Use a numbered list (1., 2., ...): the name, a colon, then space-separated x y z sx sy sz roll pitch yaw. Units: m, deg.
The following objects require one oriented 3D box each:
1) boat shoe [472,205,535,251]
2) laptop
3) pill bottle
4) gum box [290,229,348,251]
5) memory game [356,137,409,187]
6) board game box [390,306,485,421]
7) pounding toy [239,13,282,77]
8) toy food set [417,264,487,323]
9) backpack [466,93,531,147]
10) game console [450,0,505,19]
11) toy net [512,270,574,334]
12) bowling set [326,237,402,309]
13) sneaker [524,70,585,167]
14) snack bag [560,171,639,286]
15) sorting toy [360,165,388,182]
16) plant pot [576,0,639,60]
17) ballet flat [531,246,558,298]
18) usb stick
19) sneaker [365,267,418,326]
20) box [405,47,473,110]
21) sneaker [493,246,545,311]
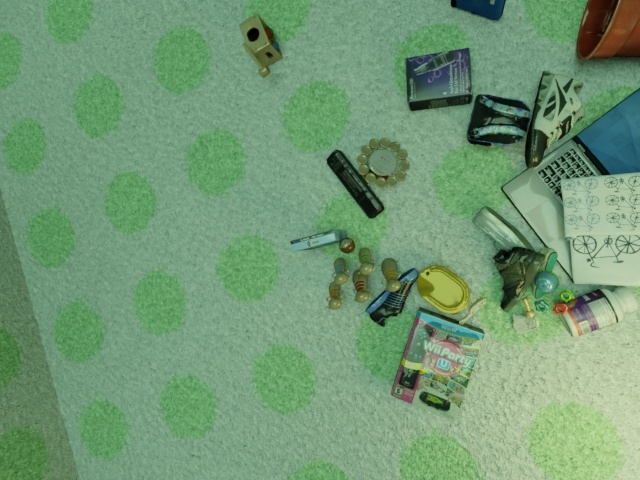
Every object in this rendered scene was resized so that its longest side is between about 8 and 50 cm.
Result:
1. boat shoe: 0.589 -0.010 1.421 0.227 0.079 0.081 45 123 9
2. laptop: 0.819 -0.134 1.261 0.407 0.236 0.382 -36 80 14
3. pill bottle: 0.830 0.208 1.325 0.193 0.108 0.108 -26 83 15
4. gum box: 0.000 0.000 1.533 0.156 0.184 0.041 -14 86 16
5. memory game: 0.217 -0.269 1.525 0.186 0.012 0.187 0 78 -2
6. board game box: 0.386 0.405 1.466 0.223 0.097 0.304 18 95 15
7. pounding toy: -0.207 -0.699 1.595 0.094 0.181 0.206 -24 84 15
8. toy food set: 0.423 0.176 1.465 0.217 0.071 0.128 39 92 18
9. backpack: 0.564 -0.371 1.393 0.173 0.117 0.159 14 93 20
10. game console: 0.475 -0.844 1.331 0.250 0.293 0.174 27 98 14
11. toy net: 0.683 0.209 1.365 0.122 0.045 0.232 35 130 28
12. bowling set: 0.107 0.108 1.480 0.286 0.154 0.200 -27 119 17
13. sneaker: 0.703 -0.359 1.311 0.146 0.122 0.331 16 75 19
14. snack bag: 0.859 -0.020 1.233 0.322 0.037 0.343 1 107 40
15. sorting toy: 0.187 -0.235 1.550 0.101 0.042 0.061 0 90 17
16. plant pot: 0.916 -0.630 1.229 0.264 0.272 0.273 11 93 9
17. ballet flat: 0.700 0.101 1.394 0.057 0.052 0.169 4 109 -24
18. usb stick: 0.122 -0.200 1.566 0.077 0.045 0.278 -44 78 35
19. sneaker: 0.263 0.197 1.516 0.090 0.081 0.232 45 105 2
20. box: 0.389 -0.526 1.455 0.206 0.108 0.153 -4 90 16
21. sneaker: 0.595 0.114 1.389 0.130 0.087 0.228 29 128 25
